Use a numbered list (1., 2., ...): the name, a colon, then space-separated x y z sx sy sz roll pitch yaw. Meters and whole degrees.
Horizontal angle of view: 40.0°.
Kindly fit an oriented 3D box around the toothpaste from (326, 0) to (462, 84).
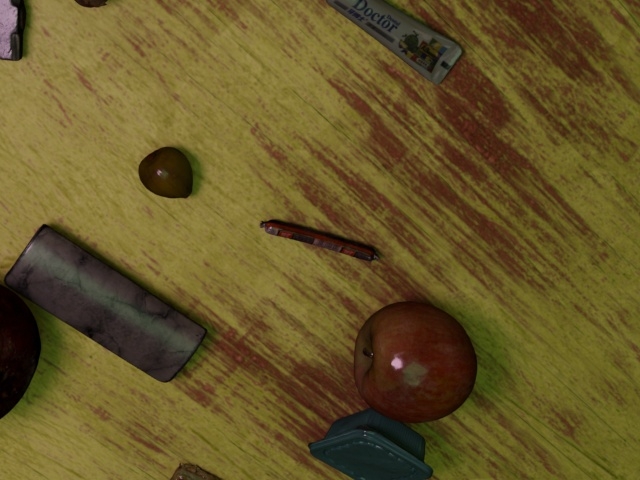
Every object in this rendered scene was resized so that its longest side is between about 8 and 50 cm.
1. toothpaste: 0.092 -0.316 1.273 0.255 0.037 0.067 30 102 -19

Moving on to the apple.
1. apple: 0.147 0.189 1.367 0.173 0.188 0.188 6 108 -19

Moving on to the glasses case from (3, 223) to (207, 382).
1. glasses case: -0.324 0.098 1.345 0.299 0.060 0.114 35 101 -17

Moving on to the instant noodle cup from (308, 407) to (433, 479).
1. instant noodle cup: 0.087 0.337 1.439 0.157 0.070 0.179 35 143 -17

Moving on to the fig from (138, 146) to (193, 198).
1. fig: -0.221 -0.094 1.289 0.074 0.074 0.088 -40 124 7

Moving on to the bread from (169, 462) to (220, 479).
1. bread: -0.225 0.488 1.468 0.138 0.102 0.196 27 102 -17

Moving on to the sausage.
1. sausage: 0.000 0.000 1.371 0.198 0.025 0.028 15 121 -11

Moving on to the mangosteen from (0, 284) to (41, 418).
1. mangosteen: -0.546 0.151 1.272 0.261 0.235 0.236 28 107 25

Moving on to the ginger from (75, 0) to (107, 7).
1. ginger: -0.321 -0.412 1.165 0.104 0.080 0.204 -15 108 13

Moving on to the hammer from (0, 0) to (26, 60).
1. hammer: -0.587 -0.316 1.188 0.365 0.043 0.111 4 109 -6
